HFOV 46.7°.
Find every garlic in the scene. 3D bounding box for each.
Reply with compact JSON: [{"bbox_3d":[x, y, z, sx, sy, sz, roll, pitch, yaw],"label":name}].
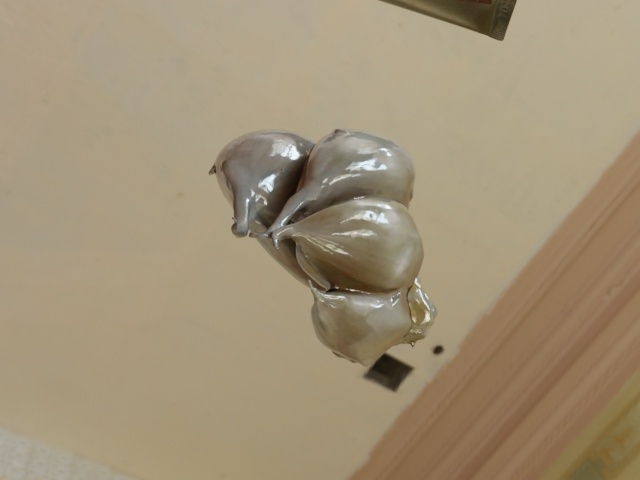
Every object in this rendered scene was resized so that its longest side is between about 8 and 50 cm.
[{"bbox_3d":[0.000,0.000,0.710,0.210,0.292,0.238,-7,-123,21],"label":"garlic"}]

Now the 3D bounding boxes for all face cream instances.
[{"bbox_3d":[0.086,-0.353,0.954,0.137,0.341,0.084,91,21,-65],"label":"face cream"}]
